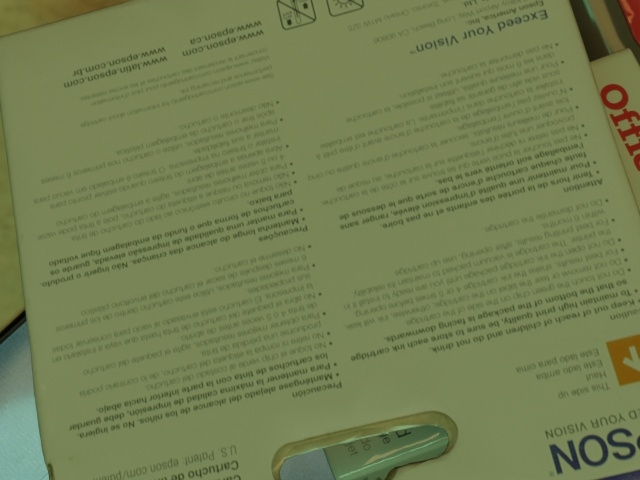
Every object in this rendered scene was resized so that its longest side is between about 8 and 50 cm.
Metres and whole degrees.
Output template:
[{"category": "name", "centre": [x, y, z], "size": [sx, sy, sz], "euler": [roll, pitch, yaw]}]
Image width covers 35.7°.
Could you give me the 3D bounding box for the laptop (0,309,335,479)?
[{"category": "laptop", "centre": [0.034, 0.177, 0.417], "size": [0.382, 0.408, 0.236], "euler": [-43, 134, -6]}]

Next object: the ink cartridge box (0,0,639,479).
[{"category": "ink cartridge box", "centre": [0.000, 0.000, 0.366], "size": [0.223, 0.045, 0.224], "euler": [-14, 71, 6]}]

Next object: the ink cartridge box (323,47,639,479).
[{"category": "ink cartridge box", "centre": [0.071, 0.014, 0.415], "size": [0.175, 0.072, 0.127], "euler": [-21, 70, 1]}]

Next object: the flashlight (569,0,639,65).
[{"category": "flashlight", "centre": [0.139, -0.157, 0.487], "size": [0.103, 0.103, 0.304], "euler": [-38, 105, -44]}]
